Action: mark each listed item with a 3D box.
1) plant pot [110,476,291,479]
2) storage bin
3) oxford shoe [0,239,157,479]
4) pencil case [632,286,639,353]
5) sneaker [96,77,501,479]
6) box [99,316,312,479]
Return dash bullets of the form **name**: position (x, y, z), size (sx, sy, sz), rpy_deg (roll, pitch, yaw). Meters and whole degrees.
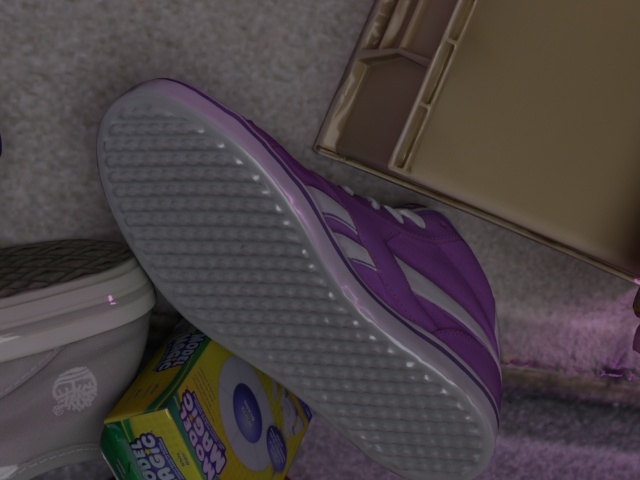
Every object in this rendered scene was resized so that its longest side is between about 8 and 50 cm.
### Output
- **plant pot**: position (-0.061, 0.249, 0.673), size (0.201, 0.180, 0.201), rpy_deg (-4, 104, -17)
- **storage bin**: position (0.176, -0.119, 0.694), size (0.262, 0.123, 0.260), rpy_deg (21, 95, -20)
- **oxford shoe**: position (-0.295, 0.107, 0.584), size (0.449, 0.169, 0.130), rpy_deg (-13, 107, -19)
- **pencil case**: position (0.261, -0.058, 0.604), size (0.124, 0.124, 0.284), rpy_deg (17, 99, -20)
- **sneaker**: position (-0.001, 0.001, 0.669), size (0.102, 0.161, 0.282), rpy_deg (-33, 108, 31)
- **box**: position (-0.060, 0.106, 0.645), size (0.043, 0.179, 0.105), rpy_deg (-15, 109, 22)
